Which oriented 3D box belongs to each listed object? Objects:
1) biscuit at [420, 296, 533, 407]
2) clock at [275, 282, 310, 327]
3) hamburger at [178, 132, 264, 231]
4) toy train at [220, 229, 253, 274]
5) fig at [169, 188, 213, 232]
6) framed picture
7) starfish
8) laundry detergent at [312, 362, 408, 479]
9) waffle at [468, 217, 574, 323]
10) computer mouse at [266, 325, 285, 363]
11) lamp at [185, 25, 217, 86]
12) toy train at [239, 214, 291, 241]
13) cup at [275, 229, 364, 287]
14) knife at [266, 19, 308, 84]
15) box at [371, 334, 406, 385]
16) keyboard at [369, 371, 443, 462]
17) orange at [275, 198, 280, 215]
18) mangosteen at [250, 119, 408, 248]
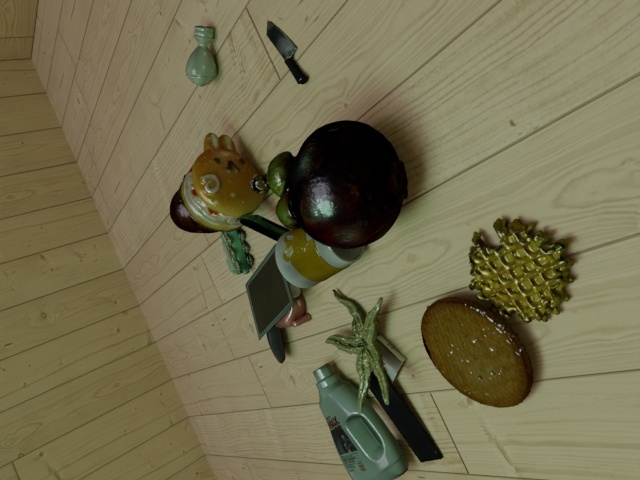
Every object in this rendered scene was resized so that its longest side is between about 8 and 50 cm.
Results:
[{"bbox_3d":[0.371,0.268,1.198,0.305,0.038,0.305,33,138,36],"label":"biscuit"},{"bbox_3d":[-0.125,0.222,1.741,0.165,0.092,0.162,-13,94,52],"label":"clock"},{"bbox_3d":[-0.320,-0.198,1.652,0.186,0.260,0.303,-46,46,45],"label":"hamburger"},{"bbox_3d":[-0.329,0.040,1.905,0.125,0.080,0.194,-9,101,56],"label":"toy train"},{"bbox_3d":[-0.444,-0.124,1.837,0.235,0.235,0.215,-2,106,50],"label":"fig"},{"bbox_3d":[-0.179,0.184,1.730,0.296,0.019,0.232,-49,51,45],"label":"framed picture"},{"bbox_3d":[0.118,0.320,1.463,0.347,0.078,0.358,10,100,58],"label":"starfish"},{"bbox_3d":[0.107,0.587,1.621,0.398,0.124,0.264,60,142,13],"label":"laundry detergent"},{"bbox_3d":[0.417,0.068,1.059,0.228,0.051,0.232,20,123,40],"label":"waffle"},{"bbox_3d":[-0.175,0.349,1.860,0.120,0.057,0.233,-118,17,-73],"label":"computer mouse"},{"bbox_3d":[-0.396,-0.614,1.657,0.106,0.106,0.193,27,117,40],"label":"lamp"},{"bbox_3d":[-0.160,-0.038,1.608,0.209,0.042,0.044,26,135,-5],"label":"toy train"},{"bbox_3d":[0.000,0.000,1.441,0.226,0.185,0.241,-25,57,47],"label":"cup"},{"bbox_3d":[-0.096,-0.539,1.397,0.060,0.028,0.230,-46,68,37],"label":"knife"},{"bbox_3d":[0.185,0.387,1.501,0.109,0.029,0.198,42,135,30],"label":"box"},{"bbox_3d":[0.241,0.526,1.481,0.310,0.018,0.101,54,137,6],"label":"keyboard"},{"bbox_3d":[-0.112,-0.099,1.593,0.086,0.062,0.086,21,120,42],"label":"orange"},{"bbox_3d":[0.029,-0.130,1.194,0.359,0.306,0.306,-1,109,23],"label":"mangosteen"}]
